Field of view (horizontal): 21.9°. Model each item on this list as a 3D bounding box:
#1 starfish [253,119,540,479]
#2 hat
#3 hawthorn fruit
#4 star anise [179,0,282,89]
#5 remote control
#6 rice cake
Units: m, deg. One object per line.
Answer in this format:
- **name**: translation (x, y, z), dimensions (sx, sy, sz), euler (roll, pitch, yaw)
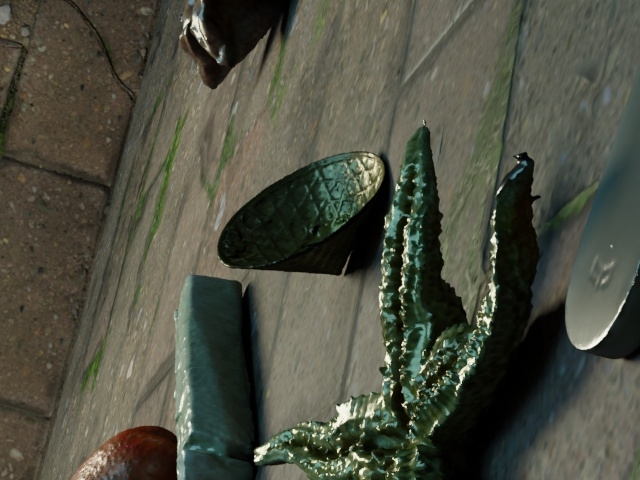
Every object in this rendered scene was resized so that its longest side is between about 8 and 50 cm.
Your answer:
- **starfish**: translation (0.035, 0.101, 0.914), dimensions (0.358, 0.078, 0.347), euler (169, 117, -76)
- **hat**: translation (0.000, 0.000, 1.259), dimensions (0.146, 0.067, 0.146), euler (-25, 25, 13)
- **hawthorn fruit**: translation (-0.163, 0.237, 1.513), dimensions (0.138, 0.133, 0.133), euler (-53, 18, 14)
- **star anise**: translation (-0.087, -0.335, 1.930), dimensions (0.332, 0.117, 0.331), euler (-163, 90, -79)
- **remote control**: translation (0.158, -0.066, 0.724), dimensions (0.077, 0.022, 0.245), euler (-139, 66, -78)
- **rice cake**: translation (-0.099, 0.126, 1.503), dimensions (0.336, 0.066, 0.063), euler (-100, 21, -66)
